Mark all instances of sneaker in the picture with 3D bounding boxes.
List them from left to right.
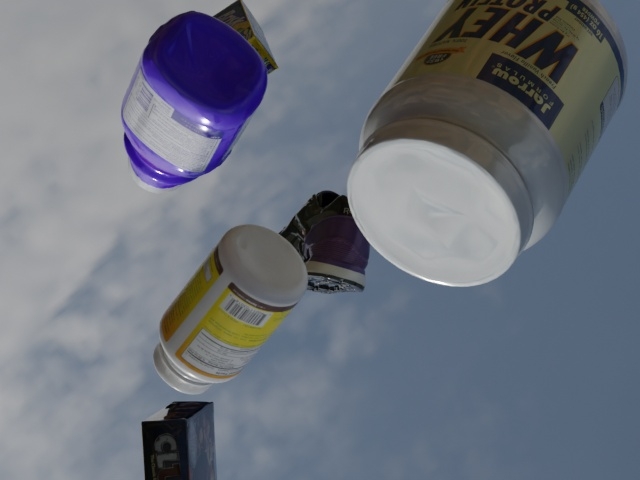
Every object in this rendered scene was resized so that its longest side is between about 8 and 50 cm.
[{"bbox_3d":[0.000,0.000,2.322,0.283,0.107,0.124,-2,-107,66],"label":"sneaker"}]

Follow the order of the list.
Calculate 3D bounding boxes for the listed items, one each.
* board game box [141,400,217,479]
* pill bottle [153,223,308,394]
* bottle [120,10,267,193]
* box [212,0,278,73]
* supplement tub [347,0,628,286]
[{"bbox_3d":[-0.123,0.275,1.613,0.042,0.243,0.165,-3,-179,4],"label":"board game box"},{"bbox_3d":[-0.113,0.087,2.086,0.215,0.117,0.117,-50,-165,36],"label":"pill bottle"},{"bbox_3d":[-0.133,-0.120,1.714,0.092,0.118,0.283,-53,-179,-23],"label":"bottle"},{"bbox_3d":[-0.099,-0.242,2.178,0.059,0.054,0.169,-33,-157,6],"label":"box"},{"bbox_3d":[0.184,-0.126,1.948,0.235,0.235,0.325,-11,-148,39],"label":"supplement tub"}]
